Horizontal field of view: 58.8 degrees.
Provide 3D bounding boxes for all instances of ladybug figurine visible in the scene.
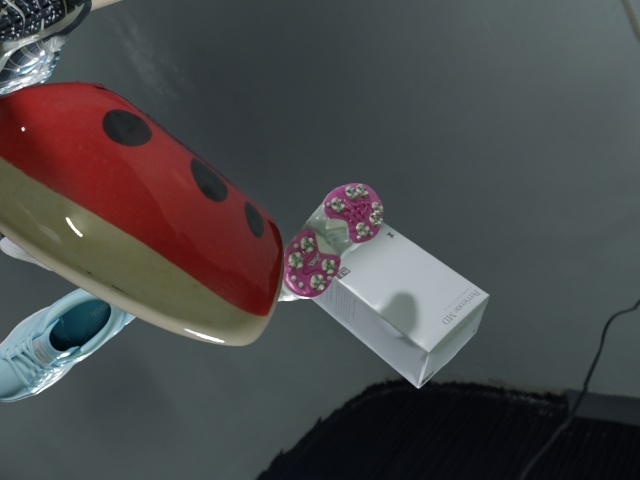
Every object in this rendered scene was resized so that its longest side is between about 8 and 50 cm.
[{"bbox_3d":[-0.185,-0.031,0.644,0.305,0.162,0.449,41,-179,33],"label":"ladybug figurine"}]

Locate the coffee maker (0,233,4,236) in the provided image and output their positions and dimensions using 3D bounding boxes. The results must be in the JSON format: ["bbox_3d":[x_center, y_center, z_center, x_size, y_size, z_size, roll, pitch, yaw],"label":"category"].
[{"bbox_3d":[-0.638,-0.086,1.290,0.178,0.120,0.171,9,104,34],"label":"coffee maker"}]

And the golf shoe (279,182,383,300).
[{"bbox_3d":[0.000,0.000,1.007,0.115,0.306,0.140,53,138,-6],"label":"golf shoe"}]

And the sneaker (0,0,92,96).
[{"bbox_3d":[-0.480,-0.326,0.931,0.283,0.122,0.110,-26,74,13],"label":"sneaker"}]

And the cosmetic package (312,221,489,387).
[{"bbox_3d":[0.151,0.115,1.276,0.385,0.217,0.156,34,145,30],"label":"cosmetic package"}]

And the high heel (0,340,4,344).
[{"bbox_3d":[-0.696,0.266,1.365,0.244,0.117,0.082,41,-151,-79],"label":"high heel"}]

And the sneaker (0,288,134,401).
[{"bbox_3d":[-0.490,0.180,1.032,0.135,0.366,0.150,51,-174,-2],"label":"sneaker"}]

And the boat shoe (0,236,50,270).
[{"bbox_3d":[-0.603,0.013,1.207,0.184,0.066,0.063,19,102,24],"label":"boat shoe"}]

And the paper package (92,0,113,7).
[{"bbox_3d":[-0.543,-0.594,1.095,0.324,0.168,0.310,-9,111,20],"label":"paper package"}]
